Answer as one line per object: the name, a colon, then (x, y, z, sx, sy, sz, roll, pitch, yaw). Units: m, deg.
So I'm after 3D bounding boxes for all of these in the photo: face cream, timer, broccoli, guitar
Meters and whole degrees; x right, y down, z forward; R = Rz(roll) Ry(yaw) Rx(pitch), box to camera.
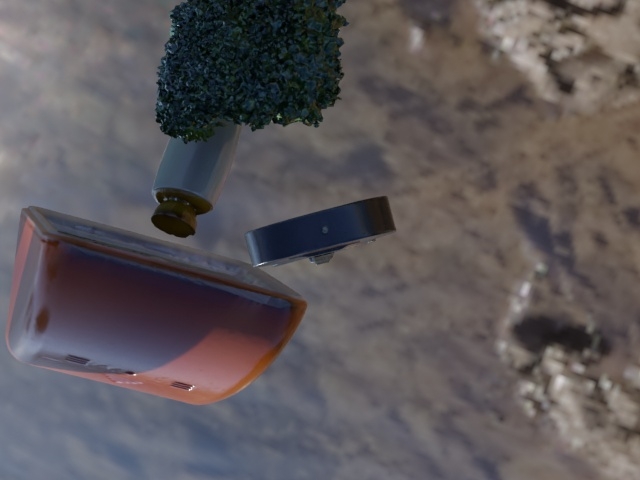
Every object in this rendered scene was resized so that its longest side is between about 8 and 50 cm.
face cream: (-0.121, -0.090, 1.885, 0.072, 0.182, 0.051, 9, 154, 19)
timer: (-0.166, 0.055, 1.799, 0.257, 0.161, 0.250, 16, 168, -15)
broccoli: (-0.057, -0.159, 1.809, 0.220, 0.194, 0.194, -32, 129, 6)
guitar: (0.000, 0.000, 1.190, 0.088, 0.025, 0.233, -15, 178, -1)
